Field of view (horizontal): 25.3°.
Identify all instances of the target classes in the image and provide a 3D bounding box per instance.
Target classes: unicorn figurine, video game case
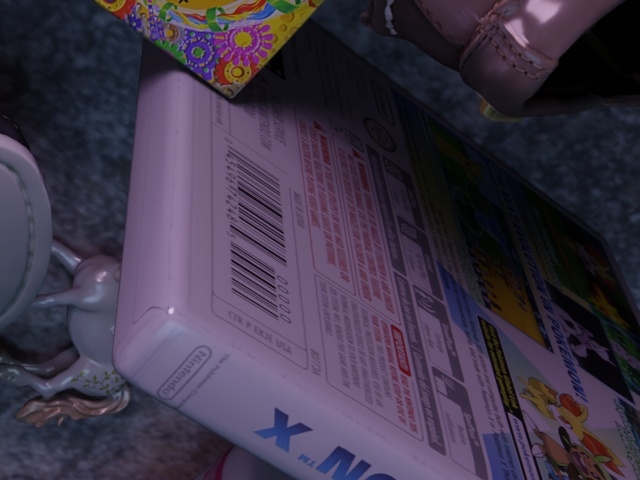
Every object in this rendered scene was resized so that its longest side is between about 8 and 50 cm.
[{"bbox_3d":[-0.128,0.042,0.790,0.111,0.060,0.162,4,141,-5],"label":"unicorn figurine"},{"bbox_3d":[0.049,0.020,0.607,0.300,0.329,0.036,34,113,-22],"label":"video game case"}]

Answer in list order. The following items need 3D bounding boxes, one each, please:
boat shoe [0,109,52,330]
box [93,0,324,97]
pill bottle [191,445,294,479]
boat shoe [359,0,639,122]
[{"bbox_3d":[-0.212,0.021,0.708,0.114,0.091,0.302,14,138,-27],"label":"boat shoe"},{"bbox_3d":[-0.047,-0.263,0.502,0.279,0.177,0.290,34,118,-23],"label":"box"},{"bbox_3d":[-0.083,0.252,0.869,0.160,0.160,0.283,38,116,-24],"label":"pill bottle"},{"bbox_3d":[0.128,-0.099,0.559,0.116,0.097,0.324,-45,159,29],"label":"boat shoe"}]
